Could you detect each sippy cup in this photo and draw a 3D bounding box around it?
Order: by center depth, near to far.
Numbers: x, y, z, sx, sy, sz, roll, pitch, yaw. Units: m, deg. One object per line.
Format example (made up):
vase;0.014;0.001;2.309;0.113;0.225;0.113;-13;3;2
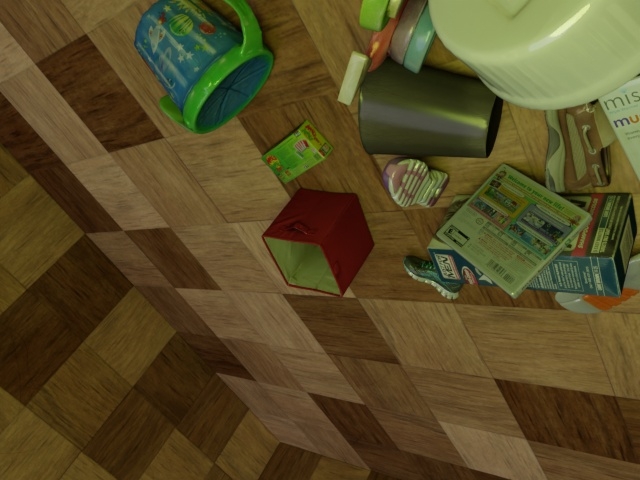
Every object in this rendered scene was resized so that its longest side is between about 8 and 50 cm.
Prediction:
sippy cup;-0.255;-0.382;1.179;0.224;0.305;0.240;46;-169;1

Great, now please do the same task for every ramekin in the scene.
ramekin;0.256;-0.301;0.639;0.135;0.277;0.277;10;168;-43

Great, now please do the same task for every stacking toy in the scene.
stacking toy;0.153;-0.340;0.818;0.130;0.279;0.309;24;147;5

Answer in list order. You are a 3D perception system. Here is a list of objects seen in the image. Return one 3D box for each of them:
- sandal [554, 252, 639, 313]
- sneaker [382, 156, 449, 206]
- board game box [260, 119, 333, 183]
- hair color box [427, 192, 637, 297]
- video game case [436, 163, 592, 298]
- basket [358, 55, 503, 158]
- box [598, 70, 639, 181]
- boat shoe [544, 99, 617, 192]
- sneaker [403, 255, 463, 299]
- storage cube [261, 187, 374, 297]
sandal;0.596;0.060;1.120;0.102;0.076;0.265;39;127;-23
sneaker;0.172;-0.129;1.149;0.104;0.236;0.095;38;106;26
board game box;-0.060;-0.210;1.366;0.092;0.043;0.181;46;145;-15
hair color box;0.406;0.000;1.105;0.347;0.174;0.105;2;135;39
video game case;0.348;-0.025;1.045;0.023;0.193;0.212;39;-174;-44
basket;0.202;-0.229;1.025;0.227;0.154;0.204;15;144;22
box;0.482;-0.191;0.721;0.127;0.262;0.231;-13;125;49
boat shoe;0.425;-0.203;0.898;0.116;0.123;0.324;9;148;28
sneaker;0.289;0.076;1.421;0.166;0.065;0.076;29;130;3
storage cube;0.000;0.000;1.443;0.184;0.193;0.215;8;138;34
